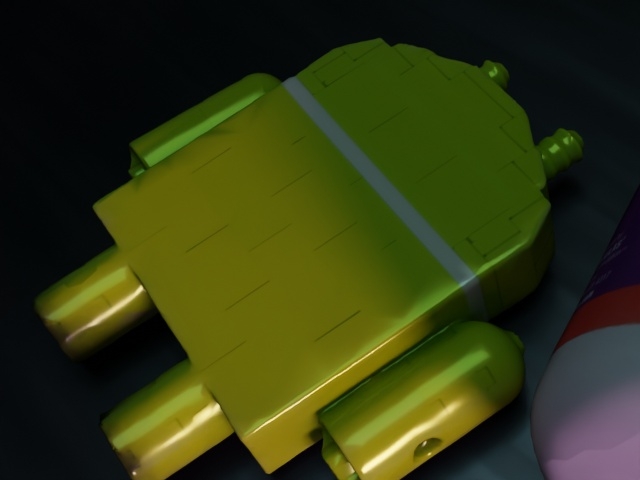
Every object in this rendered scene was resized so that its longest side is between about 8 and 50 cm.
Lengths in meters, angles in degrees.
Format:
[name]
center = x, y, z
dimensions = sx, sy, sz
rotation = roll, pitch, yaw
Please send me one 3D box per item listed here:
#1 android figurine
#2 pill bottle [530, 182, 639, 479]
[android figurine]
center = 0.000, 0.000, 0.549
dimensions = 0.273, 0.056, 0.248
rotation = -34, 54, -10
[pill bottle]
center = 0.222, -0.015, 0.425
dimensions = 0.182, 0.181, 0.323
rotation = 21, 63, 26
